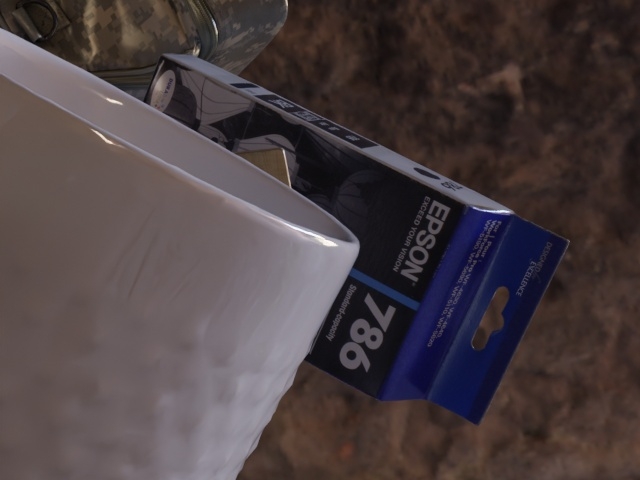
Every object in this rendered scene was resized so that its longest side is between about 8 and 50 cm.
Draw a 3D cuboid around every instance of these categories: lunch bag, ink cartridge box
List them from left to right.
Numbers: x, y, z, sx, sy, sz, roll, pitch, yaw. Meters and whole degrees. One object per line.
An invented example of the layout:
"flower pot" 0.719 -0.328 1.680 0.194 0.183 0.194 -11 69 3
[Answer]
"lunch bag" -0.209 -0.196 1.232 0.256 0.213 0.305 -31 2 -25
"ink cartridge box" 0.000 0.000 0.992 0.165 0.332 0.065 -67 -14 13

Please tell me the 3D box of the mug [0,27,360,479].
"mug" -0.190 0.075 0.604 0.328 0.276 0.374 -61 -16 5

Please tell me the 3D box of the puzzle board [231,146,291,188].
"puzzle board" -0.058 0.006 0.824 0.096 0.128 0.011 -5 24 11
